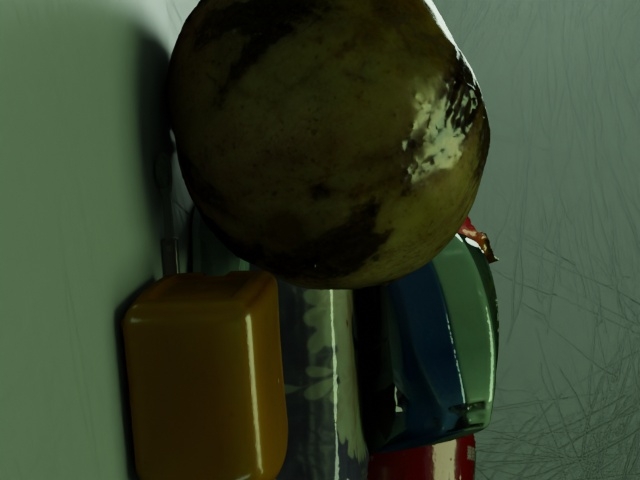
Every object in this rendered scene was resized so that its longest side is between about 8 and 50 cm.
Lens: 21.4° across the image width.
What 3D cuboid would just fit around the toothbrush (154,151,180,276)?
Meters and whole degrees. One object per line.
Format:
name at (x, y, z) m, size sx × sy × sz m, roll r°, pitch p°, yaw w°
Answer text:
toothbrush at (-0.131, 0.019, 1.482) m, size 0.017 × 0.014 × 0.194 m, roll -58°, pitch 146°, yaw -74°

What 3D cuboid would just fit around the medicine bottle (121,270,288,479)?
medicine bottle at (-0.089, 0.145, 1.401) m, size 0.149 × 0.112 × 0.222 m, roll -52°, pitch 139°, yaw -77°

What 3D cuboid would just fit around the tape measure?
tape measure at (0.106, 0.112, 1.910) m, size 0.259 × 0.138 × 0.262 m, roll 141°, pitch -54°, yaw -71°

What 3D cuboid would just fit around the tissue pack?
tissue pack at (-0.022, 0.136, 1.783) m, size 0.242 × 0.125 × 0.344 m, roll 41°, pitch 46°, yaw -80°

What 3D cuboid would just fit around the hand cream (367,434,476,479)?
hand cream at (0.084, 0.257, 2.121) m, size 0.230 × 0.230 × 0.149 m, roll 55°, pitch 38°, yaw -74°

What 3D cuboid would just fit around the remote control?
remote control at (-0.093, 0.078, 1.600) m, size 0.104 × 0.052 × 0.247 m, roll 64°, pitch 22°, yaw -70°

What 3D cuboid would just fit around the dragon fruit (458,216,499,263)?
dragon fruit at (0.122, 0.036, 2.457) m, size 0.224 × 0.227 × 0.224 m, roll 52°, pitch -19°, yaw 26°

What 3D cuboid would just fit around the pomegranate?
pomegranate at (0.007, -0.109, 1.524) m, size 0.322 × 0.322 × 0.322 m, roll -2°, pitch 90°, yaw -81°
